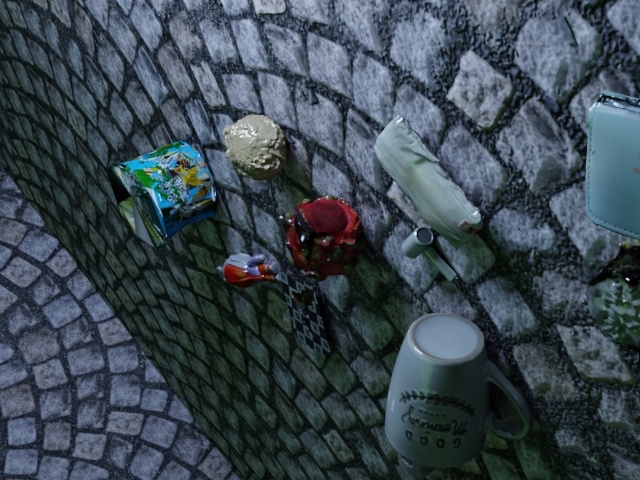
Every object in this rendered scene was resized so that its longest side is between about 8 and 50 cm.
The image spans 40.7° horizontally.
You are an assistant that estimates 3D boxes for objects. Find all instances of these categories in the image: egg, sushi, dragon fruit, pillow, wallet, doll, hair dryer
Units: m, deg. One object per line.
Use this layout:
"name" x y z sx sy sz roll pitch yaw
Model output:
"egg" -0.124 -0.182 1.678 0.140 0.118 0.116 56 170 20
"sushi" 0.442 0.085 1.061 0.212 0.115 0.147 6 120 57
"dragon fruit" 0.000 0.000 1.635 0.166 0.160 0.172 24 144 9
"pillow" 0.170 -0.092 1.375 0.229 0.051 0.128 52 159 12
"wallet" 0.422 -0.063 0.983 0.250 0.075 0.176 28 137 44
"doll" -0.177 0.074 2.065 0.227 0.075 0.102 -2 127 48
"hair dryer" 0.197 0.035 1.487 0.124 0.038 0.063 46 153 4
"sushi" -0.024 0.165 1.966 0.139 0.031 0.201 21 132 49

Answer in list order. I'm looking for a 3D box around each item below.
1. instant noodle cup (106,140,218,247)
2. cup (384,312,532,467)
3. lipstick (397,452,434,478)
"instant noodle cup" -0.368 -0.121 2.059 0.240 0.178 0.240 38 147 31
"cup" 0.249 0.265 1.523 0.258 0.186 0.234 13 127 14
"lipstick" 0.200 0.377 1.780 0.079 0.077 0.253 32 142 39
